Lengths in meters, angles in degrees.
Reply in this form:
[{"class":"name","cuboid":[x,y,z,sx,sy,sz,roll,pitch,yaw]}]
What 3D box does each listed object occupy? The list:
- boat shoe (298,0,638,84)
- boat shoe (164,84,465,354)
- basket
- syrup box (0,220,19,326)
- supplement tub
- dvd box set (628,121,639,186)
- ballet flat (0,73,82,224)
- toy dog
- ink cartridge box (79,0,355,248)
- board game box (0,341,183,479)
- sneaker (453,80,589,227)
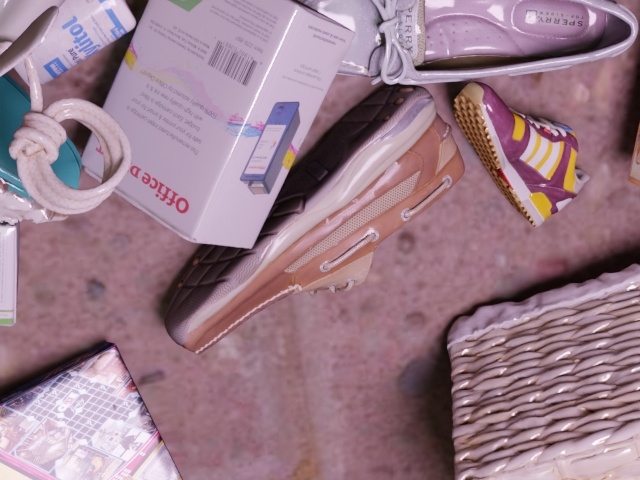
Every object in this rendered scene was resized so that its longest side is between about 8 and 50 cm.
[{"class":"boat shoe","cuboid":[0.118,-0.195,1.172,0.320,0.103,0.118,1,107,-11]},{"class":"boat shoe","cuboid":[0.000,0.000,1.205,0.324,0.123,0.116,-40,113,5]},{"class":"basket","cuboid":[0.312,0.223,1.220,0.331,0.266,0.328,-18,114,19]},{"class":"syrup box","cuboid":[-0.382,0.013,1.140,0.236,0.093,0.096,1,108,-12]},{"class":"supplement tub","cuboid":[-0.218,-0.185,1.123,0.107,0.071,0.071,-33,111,0]},{"class":"dvd box set","cuboid":[0.461,-0.243,1.219,0.307,0.062,0.420,0,109,-25]},{"class":"ballet flat","cuboid":[-0.381,-0.143,1.089,0.409,0.147,0.147,42,95,-18]},{"class":"toy dog","cuboid":[-0.246,-0.194,0.983,0.220,0.161,0.334,3,65,-4]},{"class":"ink cartridge box","cuboid":[-0.091,-0.120,1.118,0.093,0.154,0.212,11,108,-57]},{"class":"board game box","cuboid":[-0.264,0.221,1.215,0.243,0.042,0.165,-27,99,-16]},{"class":"sneaker","cuboid":[0.190,-0.096,1.228,0.084,0.069,0.185,-38,135,-2]}]
